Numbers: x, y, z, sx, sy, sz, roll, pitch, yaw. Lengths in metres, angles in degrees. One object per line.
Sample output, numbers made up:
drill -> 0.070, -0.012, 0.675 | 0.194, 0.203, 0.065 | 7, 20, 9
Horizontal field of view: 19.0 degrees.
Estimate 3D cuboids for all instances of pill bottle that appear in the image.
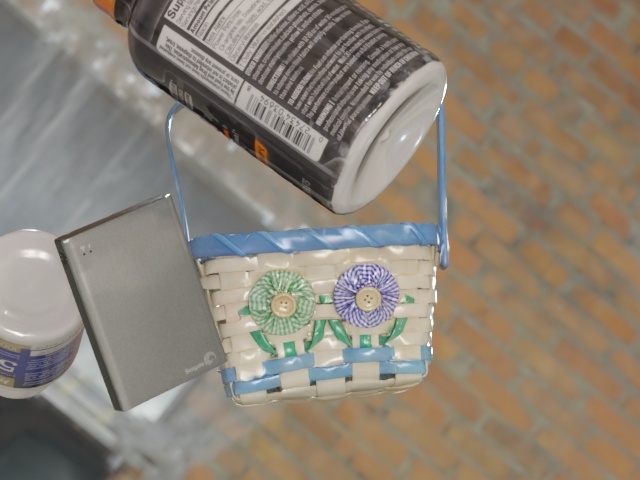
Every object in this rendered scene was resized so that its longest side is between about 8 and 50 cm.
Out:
pill bottle -> -0.276, 0.077, 1.775 | 0.112, 0.112, 0.186 | 37, -28, 6
pill bottle -> -0.043, -0.136, 1.331 | 0.246, 0.130, 0.130 | 36, -13, 16

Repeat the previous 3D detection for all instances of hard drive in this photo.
hard drive -> -0.130, 0.045, 1.397 | 0.022, 0.094, 0.135 | 1, -67, 57

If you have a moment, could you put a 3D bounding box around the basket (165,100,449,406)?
basket -> 0.000, 0.000, 1.725 | 0.201, 0.255, 0.289 | 96, -13, -78
